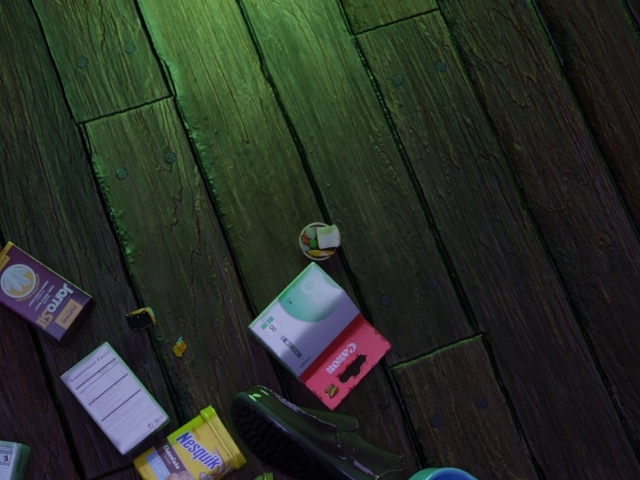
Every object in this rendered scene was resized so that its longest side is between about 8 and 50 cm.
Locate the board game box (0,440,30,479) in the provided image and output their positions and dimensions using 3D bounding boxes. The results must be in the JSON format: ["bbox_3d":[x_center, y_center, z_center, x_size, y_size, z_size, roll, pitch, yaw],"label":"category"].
[{"bbox_3d":[-0.650,0.489,1.624,0.224,0.097,0.303,9,74,-3],"label":"board game box"}]

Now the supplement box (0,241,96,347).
[{"bbox_3d":[-0.523,0.101,1.743,0.188,0.081,0.104,33,74,2],"label":"supplement box"}]

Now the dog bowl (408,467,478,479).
[{"bbox_3d":[0.284,0.526,1.713,0.297,0.074,0.166,34,60,3],"label":"dog bowl"}]

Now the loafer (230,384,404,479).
[{"bbox_3d":[0.001,0.373,1.728,0.366,0.134,0.130,36,48,-6],"label":"loafer"}]

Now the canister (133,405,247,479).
[{"bbox_3d":[-0.236,0.399,1.706,0.170,0.073,0.126,-33,81,-12],"label":"canister"}]

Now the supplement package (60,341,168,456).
[{"bbox_3d":[-0.367,0.288,1.702,0.105,0.105,0.179,-39,83,-14],"label":"supplement package"}]

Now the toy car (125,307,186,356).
[{"bbox_3d":[-0.310,0.173,1.783,0.122,0.060,0.040,50,31,-10],"label":"toy car"}]

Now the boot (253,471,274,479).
[{"bbox_3d":[-0.213,0.492,1.555,0.269,0.089,0.236,6,80,-3],"label":"boot"}]

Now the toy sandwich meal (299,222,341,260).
[{"bbox_3d":[0.000,0.000,1.855,0.085,0.029,0.086,2,76,-6],"label":"toy sandwich meal"}]

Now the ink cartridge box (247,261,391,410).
[{"bbox_3d":[0.002,0.182,1.799,0.224,0.056,0.181,43,76,7],"label":"ink cartridge box"}]
